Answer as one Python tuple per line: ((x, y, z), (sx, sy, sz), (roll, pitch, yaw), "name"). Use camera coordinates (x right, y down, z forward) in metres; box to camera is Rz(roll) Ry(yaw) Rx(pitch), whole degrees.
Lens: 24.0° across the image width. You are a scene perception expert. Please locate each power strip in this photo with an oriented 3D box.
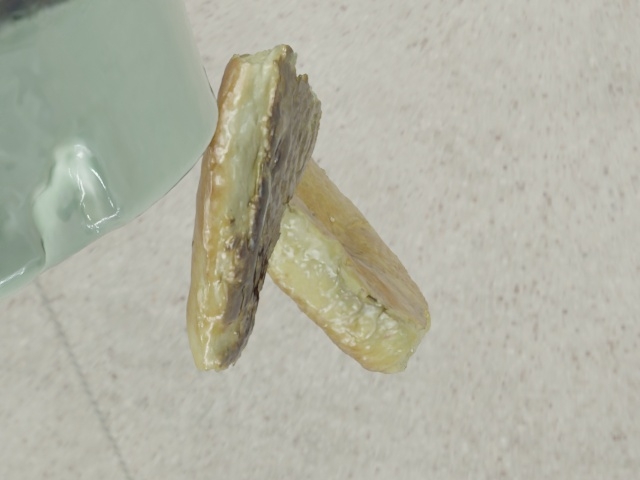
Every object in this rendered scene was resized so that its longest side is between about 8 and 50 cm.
((-0.228, -0.067, 0.587), (0.357, 0.357, 0.161), (-13, 110, 13), "power strip")

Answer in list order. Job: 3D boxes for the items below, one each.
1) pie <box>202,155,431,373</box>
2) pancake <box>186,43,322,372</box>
((0.000, 0.000, 1.534), (0.083, 0.339, 0.339), (-37, 98, 9), "pie")
((-0.052, -0.047, 1.254), (0.057, 0.244, 0.266), (14, 115, 9), "pancake")
